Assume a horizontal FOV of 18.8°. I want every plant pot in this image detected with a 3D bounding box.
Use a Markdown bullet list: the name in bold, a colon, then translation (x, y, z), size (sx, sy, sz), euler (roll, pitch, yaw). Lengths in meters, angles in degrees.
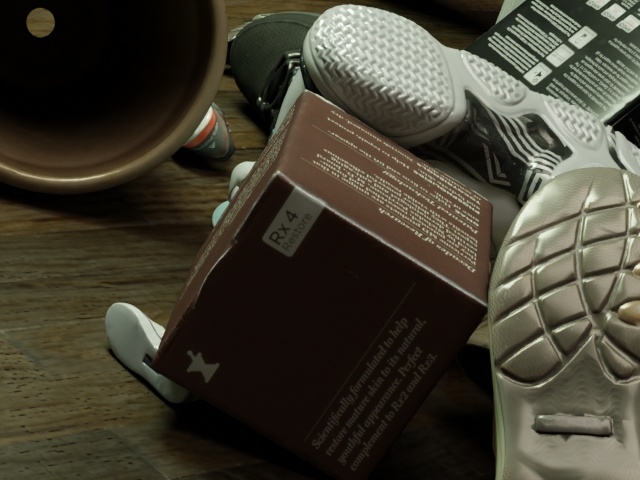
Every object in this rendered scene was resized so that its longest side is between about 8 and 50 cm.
- **plant pot**: translation (-0.228, -0.180, 1.624), size (0.263, 0.263, 0.229), euler (13, 5, -17)

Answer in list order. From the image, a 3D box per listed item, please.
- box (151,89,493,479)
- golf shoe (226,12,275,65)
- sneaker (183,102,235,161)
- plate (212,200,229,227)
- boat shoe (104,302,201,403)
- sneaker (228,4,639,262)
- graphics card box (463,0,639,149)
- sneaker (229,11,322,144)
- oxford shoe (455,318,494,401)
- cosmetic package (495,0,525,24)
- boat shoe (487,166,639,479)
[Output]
- **box**: translation (0.007, 0.028, 1.344), size (0.167, 0.168, 0.203), euler (32, 21, -7)
- **golf shoe**: translation (-0.026, -0.166, 1.972), size (0.198, 0.077, 0.094), euler (27, 32, 36)
- **sneaker**: translation (-0.119, -0.112, 1.789), size (0.065, 0.061, 0.158), euler (40, 11, -31)
- **plate**: translation (0.000, 0.000, 1.642), size (0.188, 0.024, 0.188), euler (17, 22, -7)
- **boat shoe**: translation (-0.111, 0.078, 1.343), size (0.100, 0.035, 0.035), euler (39, 19, 34)
- **sneaker**: translation (0.109, -0.022, 1.524), size (0.365, 0.210, 0.137), euler (29, 38, -14)
- **graphics card box**: translation (0.275, -0.168, 1.865), size (0.094, 0.371, 0.233), euler (51, -2, -38)
- **sneaker**: translation (0.004, -0.126, 1.797), size (0.139, 0.125, 0.341), euler (7, 24, -42)
- **oxford shoe**: translation (0.222, 0.178, 1.321), size (0.146, 0.140, 0.397), euler (-19, 39, -11)
- **cosmetic package**: translation (0.334, -0.239, 2.375), size (0.238, 0.127, 0.107), euler (35, 25, 30)
- **boat shoe**: translation (0.160, 0.104, 1.231), size (0.123, 0.116, 0.324), euler (8, 61, 8)
